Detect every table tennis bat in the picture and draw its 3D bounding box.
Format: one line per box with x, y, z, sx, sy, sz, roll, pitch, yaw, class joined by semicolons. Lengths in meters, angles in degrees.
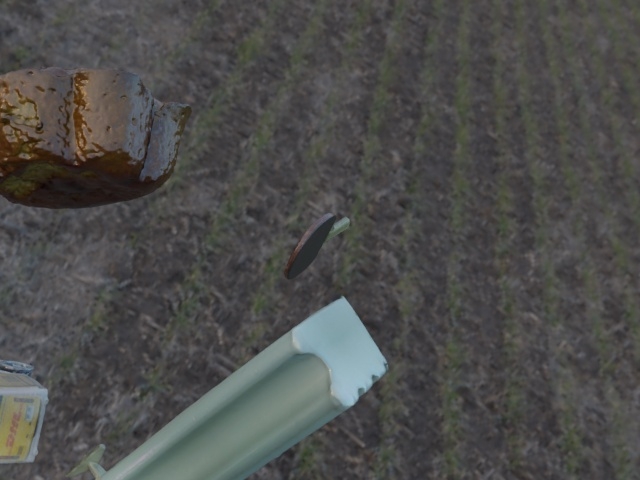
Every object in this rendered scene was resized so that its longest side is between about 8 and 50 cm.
0.000;0.000;1.174;0.013;0.087;0.156;32;26;12;table tennis bat

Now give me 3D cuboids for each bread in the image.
-0.290;-0.120;1.108;0.232;0.246;0.135;29;56;-61;bread

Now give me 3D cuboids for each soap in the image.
-0.051;0.128;0.702;0.066;0.198;0.119;53;22;4;soap

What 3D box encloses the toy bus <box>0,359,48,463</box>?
-0.443;0.172;1.150;0.138;0.097;0.342;8;5;-45;toy bus

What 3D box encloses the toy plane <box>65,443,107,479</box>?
-0.174;0.329;1.173;0.286;0.092;0.108;36;24;-41;toy plane
